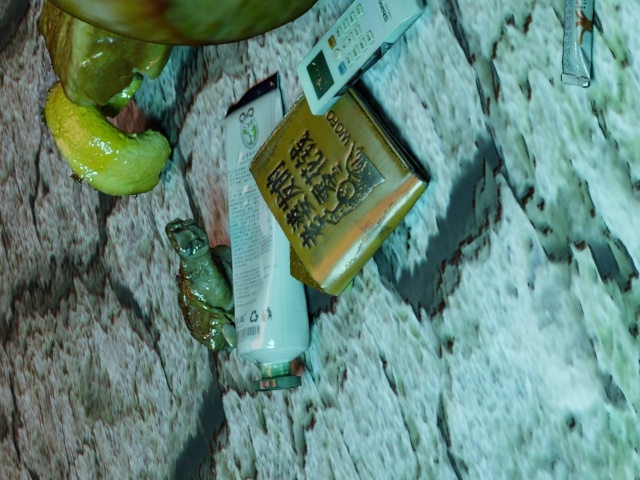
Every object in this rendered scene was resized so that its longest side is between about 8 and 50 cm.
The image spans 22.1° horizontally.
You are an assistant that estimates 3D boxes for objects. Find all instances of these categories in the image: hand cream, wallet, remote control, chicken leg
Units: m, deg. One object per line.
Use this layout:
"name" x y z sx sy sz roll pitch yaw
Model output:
"hand cream" -0.061 -0.005 1.781 0.121 0.076 0.336 -19 74 54
"wallet" 0.011 -0.063 1.608 0.161 0.042 0.195 -53 47 26
"remote control" 0.038 -0.188 1.557 0.166 0.029 0.065 -44 55 40
"chicken leg" -0.127 0.044 1.844 0.125 0.080 0.196 -117 10 -57

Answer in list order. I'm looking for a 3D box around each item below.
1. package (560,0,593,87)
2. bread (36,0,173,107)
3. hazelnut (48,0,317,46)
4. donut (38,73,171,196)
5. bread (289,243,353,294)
"package" 0.207 -0.179 1.313 0.037 0.015 0.110 23 117 55
"bread" -0.222 -0.321 1.888 0.344 0.148 0.195 115 142 -48
"hazelnut" -0.131 -0.353 1.551 0.366 0.365 0.366 20 114 57
"donut" -0.264 -0.144 2.010 0.078 0.146 0.181 -40 60 41
"bread" 0.000 0.000 1.690 0.090 0.035 0.094 22 115 56
